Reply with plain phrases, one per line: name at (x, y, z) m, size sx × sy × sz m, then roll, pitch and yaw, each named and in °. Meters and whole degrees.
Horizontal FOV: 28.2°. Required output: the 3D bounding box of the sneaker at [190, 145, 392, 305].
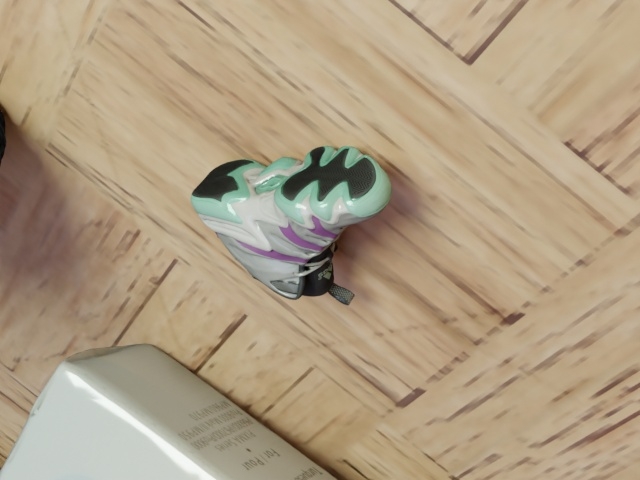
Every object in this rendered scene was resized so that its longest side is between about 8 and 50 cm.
sneaker at (0.000, 0.000, 0.498) m, size 0.098 × 0.038 × 0.069 m, roll 3°, pitch 133°, yaw 47°

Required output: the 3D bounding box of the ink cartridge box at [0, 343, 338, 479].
ink cartridge box at (-0.028, 0.279, 0.593) m, size 0.385 × 0.091 × 0.308 m, roll 34°, pitch 104°, yaw 17°

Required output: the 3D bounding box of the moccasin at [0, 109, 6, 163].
moccasin at (-0.306, -0.045, 0.567) m, size 0.342 × 0.117 × 0.138 m, roll 14°, pitch 123°, yaw 4°
